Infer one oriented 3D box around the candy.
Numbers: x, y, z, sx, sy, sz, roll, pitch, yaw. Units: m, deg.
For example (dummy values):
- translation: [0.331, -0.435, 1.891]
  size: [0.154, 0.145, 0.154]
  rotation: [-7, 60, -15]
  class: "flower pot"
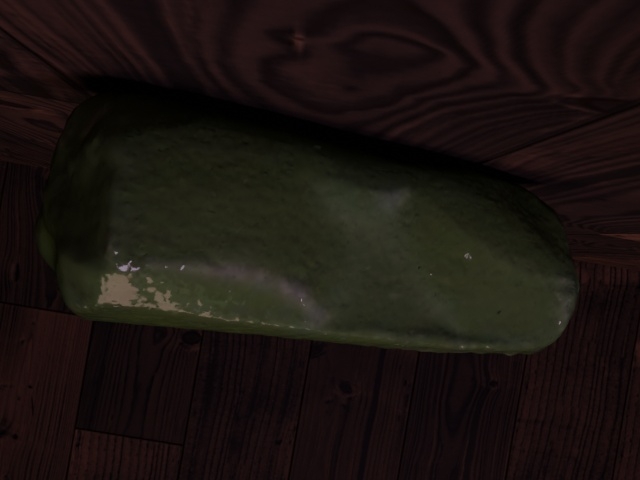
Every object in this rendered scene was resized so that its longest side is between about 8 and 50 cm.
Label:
- translation: [0.000, 0.000, 0.558]
  size: [0.343, 0.132, 0.142]
  rotation: [10, 164, -29]
  class: "candy"
